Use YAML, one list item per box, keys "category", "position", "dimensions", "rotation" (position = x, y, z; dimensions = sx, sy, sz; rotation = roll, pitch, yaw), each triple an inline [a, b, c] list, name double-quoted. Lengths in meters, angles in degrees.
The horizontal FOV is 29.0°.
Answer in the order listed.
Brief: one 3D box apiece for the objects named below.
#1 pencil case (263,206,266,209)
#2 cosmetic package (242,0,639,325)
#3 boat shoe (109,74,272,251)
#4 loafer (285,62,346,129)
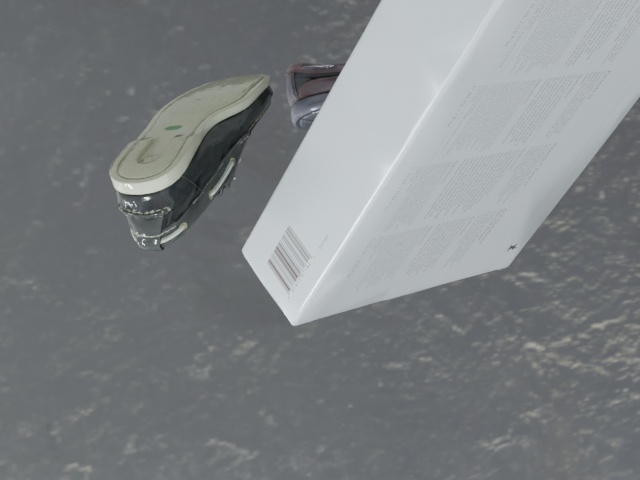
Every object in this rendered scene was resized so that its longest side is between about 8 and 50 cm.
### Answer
- category: "pencil case"
  position: [0.000, 0.000, 2.068]
  dimensions: [0.086, 0.088, 0.206]
  rotation: [-37, 83, -11]
- category: "cosmetic package"
  position: [0.133, -0.107, 1.006]
  dimensions: [0.097, 0.284, 0.377]
  rotation: [55, 133, 27]
- category: "boat shoe"
  position: [-0.106, -0.078, 1.079]
  dimensions: [0.084, 0.233, 0.079]
  rotation: [0, 123, 26]
- category: "loafer"
  position: [0.097, -0.237, 1.754]
  dimensions: [0.302, 0.109, 0.095]
  rotation: [-13, 73, -8]
